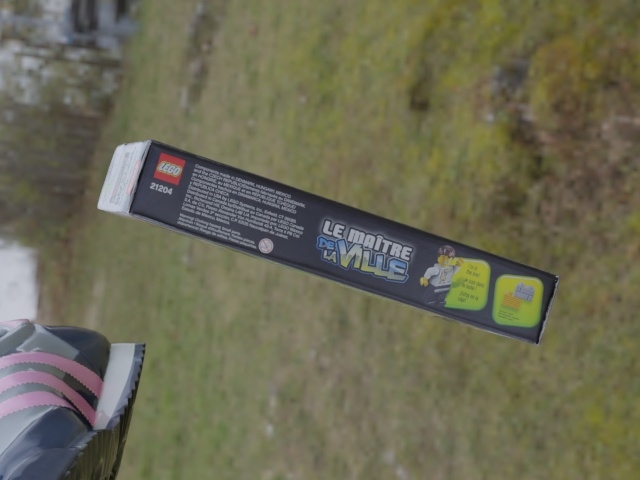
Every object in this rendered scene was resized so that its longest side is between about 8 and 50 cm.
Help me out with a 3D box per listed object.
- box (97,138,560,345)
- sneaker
[{"bbox_3d":[0.000,0.000,0.781,0.114,0.207,0.036,-171,99,-76],"label":"box"},{"bbox_3d":[-0.185,0.124,0.920,0.319,0.131,0.112,-86,11,-80],"label":"sneaker"}]
